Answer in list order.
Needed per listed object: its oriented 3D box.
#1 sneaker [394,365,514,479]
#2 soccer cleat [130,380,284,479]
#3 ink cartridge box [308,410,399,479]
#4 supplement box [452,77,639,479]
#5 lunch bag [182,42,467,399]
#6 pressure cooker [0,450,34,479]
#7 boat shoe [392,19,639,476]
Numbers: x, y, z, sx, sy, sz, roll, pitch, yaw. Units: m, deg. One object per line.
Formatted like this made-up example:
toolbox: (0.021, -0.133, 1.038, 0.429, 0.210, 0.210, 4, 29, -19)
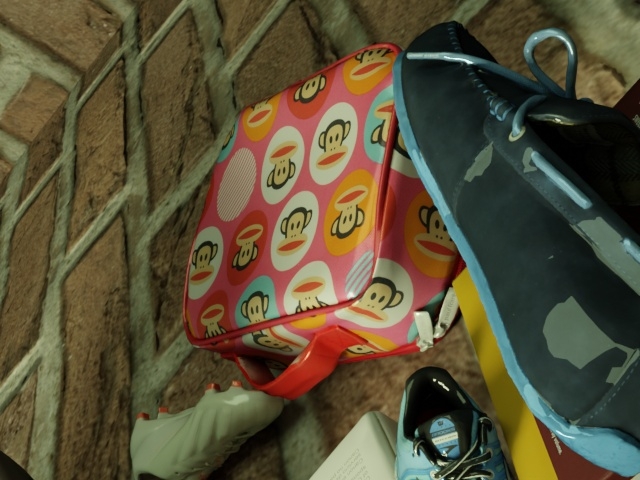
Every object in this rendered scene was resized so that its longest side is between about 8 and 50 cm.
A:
sneaker: (0.059, 0.115, 0.528, 0.063, 0.073, 0.162, -15, 27, -3)
soccer cleat: (-0.097, 0.172, 1.004, 0.196, 0.068, 0.076, -26, 60, 44)
ink cartridge box: (0.035, 0.256, 0.584, 0.207, 0.117, 0.283, -50, 25, 12)
supplement box: (0.188, 0.033, 0.548, 0.194, 0.129, 0.191, -50, 25, 23)
lunch bag: (0.000, 0.000, 0.939, 0.293, 0.120, 0.258, -15, 58, 54)
pressure cooker: (-0.310, 0.334, 0.826, 0.370, 0.375, 0.420, -67, 24, -3)
boat shoe: (0.109, -0.019, 0.506, 0.089, 0.109, 0.258, -42, 45, 22)
